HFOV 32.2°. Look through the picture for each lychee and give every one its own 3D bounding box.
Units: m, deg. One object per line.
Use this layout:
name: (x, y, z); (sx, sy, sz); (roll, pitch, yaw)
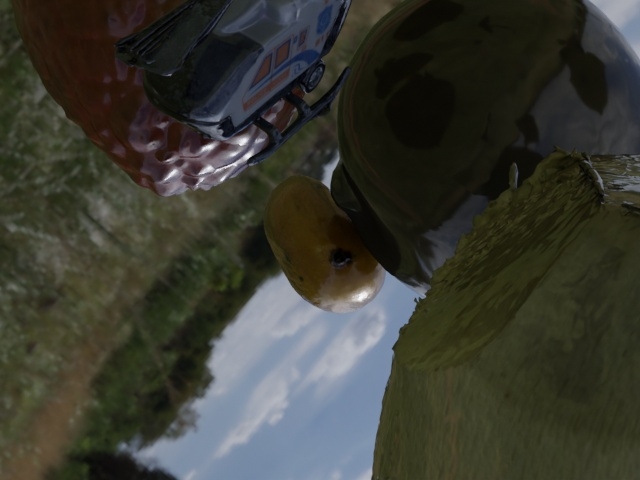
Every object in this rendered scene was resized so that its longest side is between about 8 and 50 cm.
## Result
lychee: (-0.109, -0.185, 0.818); (0.255, 0.300, 0.255); (-13, 155, -6)

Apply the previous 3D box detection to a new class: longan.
longan: (0.168, -0.088, 1.098); (0.361, 0.361, 0.361); (-48, -175, 6)

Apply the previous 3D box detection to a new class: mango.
mango: (-0.004, 0.003, 1.289); (0.109, 0.157, 0.262); (-38, -164, -2)

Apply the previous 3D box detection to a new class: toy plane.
toy plane: (-0.005, -0.096, 0.420); (0.197, 0.053, 0.078); (-46, 161, -32)

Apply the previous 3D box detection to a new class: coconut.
coconut: (0.196, 0.136, 0.659); (0.346, 0.346, 0.360); (-66, 164, -73)
